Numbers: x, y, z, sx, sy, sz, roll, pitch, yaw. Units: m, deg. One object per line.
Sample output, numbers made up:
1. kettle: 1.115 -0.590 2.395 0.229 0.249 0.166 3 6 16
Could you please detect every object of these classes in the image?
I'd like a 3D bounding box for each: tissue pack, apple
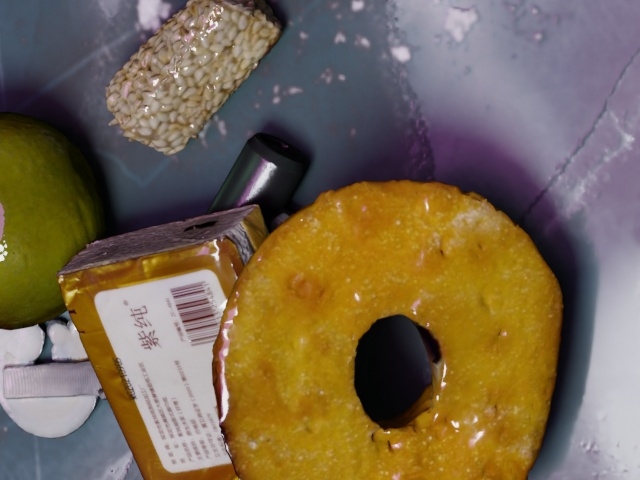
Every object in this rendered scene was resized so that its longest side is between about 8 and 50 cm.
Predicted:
1. tissue pack: -0.103 0.099 1.435 0.183 0.092 0.226 -12 112 28
2. apple: -0.288 -0.017 1.503 0.196 0.157 0.196 0 92 17

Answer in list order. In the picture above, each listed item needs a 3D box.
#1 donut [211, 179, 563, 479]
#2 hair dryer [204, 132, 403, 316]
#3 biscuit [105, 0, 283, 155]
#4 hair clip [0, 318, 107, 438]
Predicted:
1. donut: 0.047 0.096 1.332 0.303 0.110 0.303 -2 99 -13
2. hair dryer: 0.000 0.000 1.437 0.197 0.057 0.100 35 109 8
3. biscuit: -0.109 -0.152 1.449 0.168 0.082 0.070 -46 52 22
4. hair clip: -0.248 0.125 1.559 0.172 0.049 0.116 -5 89 27
